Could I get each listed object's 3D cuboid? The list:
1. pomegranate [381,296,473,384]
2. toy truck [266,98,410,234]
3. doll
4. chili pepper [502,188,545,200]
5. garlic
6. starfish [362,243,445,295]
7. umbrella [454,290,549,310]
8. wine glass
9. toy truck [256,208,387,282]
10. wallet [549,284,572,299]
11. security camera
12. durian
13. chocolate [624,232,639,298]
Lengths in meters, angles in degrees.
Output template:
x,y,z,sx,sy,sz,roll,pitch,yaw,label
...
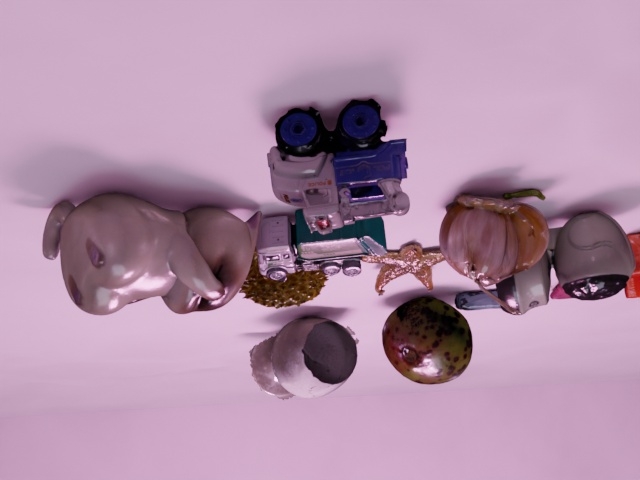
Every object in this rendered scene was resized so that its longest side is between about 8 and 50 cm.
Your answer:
x,y,z,sx,sy,sz,roll,pitch,yaw,label
0.306,0.270,2.330,0.242,0.242,0.306,-16,164,29,pomegranate
0.029,-0.097,1.311,0.213,0.177,0.161,-7,161,6,toy truck
-0.290,0.028,1.545,0.370,0.226,0.215,10,121,-25,doll
0.388,-0.087,1.654,0.083,0.017,0.030,-2,161,2,chili pepper
0.321,0.004,1.613,0.207,0.257,0.207,-1,124,-1,garlic
0.217,0.058,1.982,0.295,0.048,0.231,-5,150,-3,starfish
0.480,0.158,2.304,0.250,0.052,0.053,-3,160,-3,umbrella
-0.043,0.331,2.430,0.238,0.238,0.323,7,166,-29,wine glass
0.000,0.000,1.684,0.253,0.114,0.124,-5,147,2,toy truck
0.680,0.107,2.248,0.119,0.025,0.232,-3,159,-3,wallet
0.497,0.043,1.789,0.277,0.191,0.197,-10,158,14,security camera
-0.093,0.074,1.885,0.252,0.144,0.139,-9,-178,-2,durian
0.808,0.047,1.990,0.234,0.108,0.237,-12,161,18,chocolate
